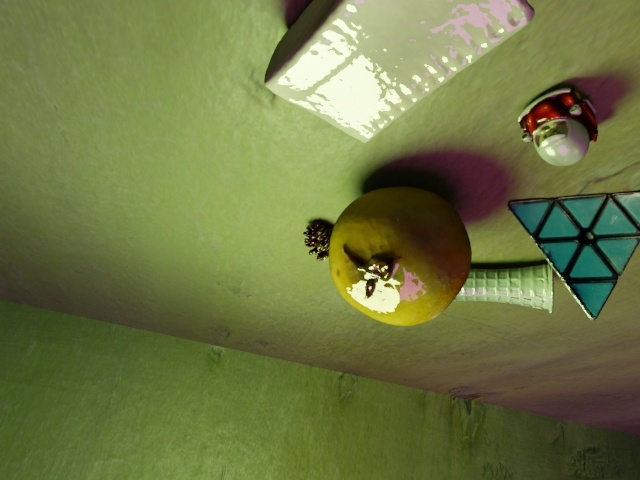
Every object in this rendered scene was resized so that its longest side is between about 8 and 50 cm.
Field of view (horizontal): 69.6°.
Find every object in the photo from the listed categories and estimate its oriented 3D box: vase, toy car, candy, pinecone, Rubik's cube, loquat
[{"bbox_3d":[0.501,0.131,1.324,0.298,0.143,0.143,-1,149,23],"label":"vase"},{"bbox_3d":[0.430,-0.183,0.816,0.139,0.112,0.112,26,146,-25],"label":"toy car"},{"bbox_3d":[0.095,-0.309,0.667,0.208,0.145,0.358,25,148,-27],"label":"candy"},{"bbox_3d":[0.004,-0.002,1.291,0.102,0.102,0.109,-7,119,26],"label":"pinecone"},{"bbox_3d":[0.601,0.007,1.064,0.228,0.233,0.229,31,137,59],"label":"Rubik's cube"},{"bbox_3d":[0.196,0.030,1.091,0.328,0.329,0.359,-11,-172,32],"label":"loquat"}]
